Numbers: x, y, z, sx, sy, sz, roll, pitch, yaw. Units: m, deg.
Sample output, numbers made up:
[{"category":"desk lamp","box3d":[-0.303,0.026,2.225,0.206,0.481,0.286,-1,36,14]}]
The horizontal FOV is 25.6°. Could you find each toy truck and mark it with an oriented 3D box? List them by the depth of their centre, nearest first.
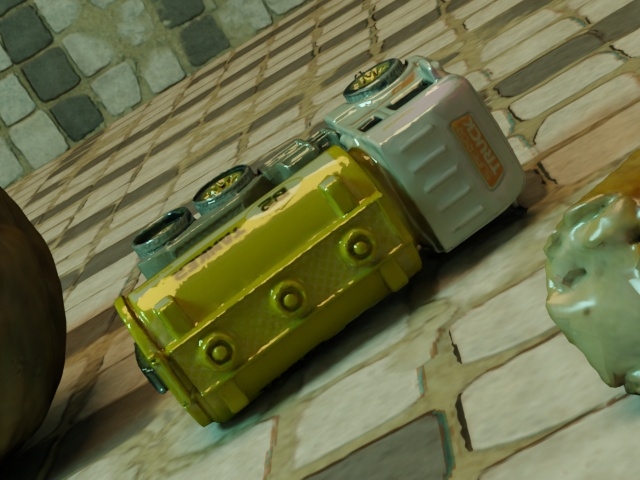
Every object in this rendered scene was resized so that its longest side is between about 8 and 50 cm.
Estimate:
[{"category":"toy truck","box3d":[0.000,0.000,0.736,0.227,0.098,0.114,-37,18,-7]}]

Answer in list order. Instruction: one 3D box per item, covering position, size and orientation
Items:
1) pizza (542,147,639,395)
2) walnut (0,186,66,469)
[{"category":"pizza","box3d":[0.248,-0.079,0.437,0.409,0.114,0.278,-36,5,12]},{"category":"walnut","box3d":[-0.271,0.060,0.850,0.248,0.248,0.248,-30,14,8]}]
